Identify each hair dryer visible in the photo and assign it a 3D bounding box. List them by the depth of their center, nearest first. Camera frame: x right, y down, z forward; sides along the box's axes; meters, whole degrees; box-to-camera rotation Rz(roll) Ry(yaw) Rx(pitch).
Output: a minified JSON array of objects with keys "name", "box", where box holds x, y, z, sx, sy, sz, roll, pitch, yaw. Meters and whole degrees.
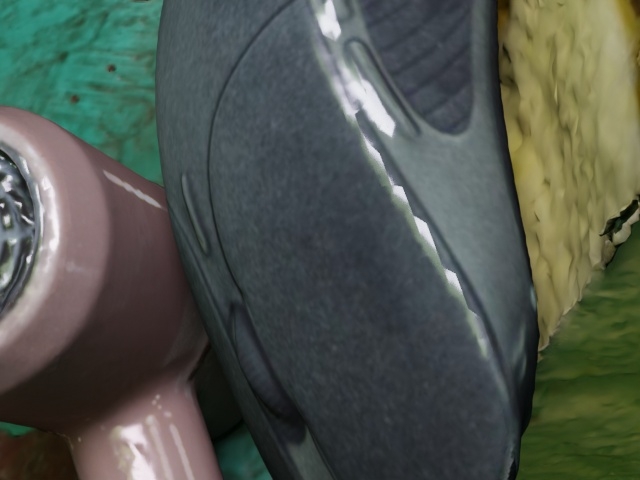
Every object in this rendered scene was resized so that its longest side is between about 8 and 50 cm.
[{"name":"hair dryer","box":[-0.048,0.125,0.457,0.106,0.189,0.344,-27,70,10]}]

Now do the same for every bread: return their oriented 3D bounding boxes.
[{"name":"bread","box":[0.064,-0.059,0.472,0.198,0.236,0.264,-16,56,9]}]

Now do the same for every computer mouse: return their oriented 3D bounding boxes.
[{"name":"computer mouse","box":[0.000,0.000,0.410,0.090,0.167,0.379,1,62,-18]}]
